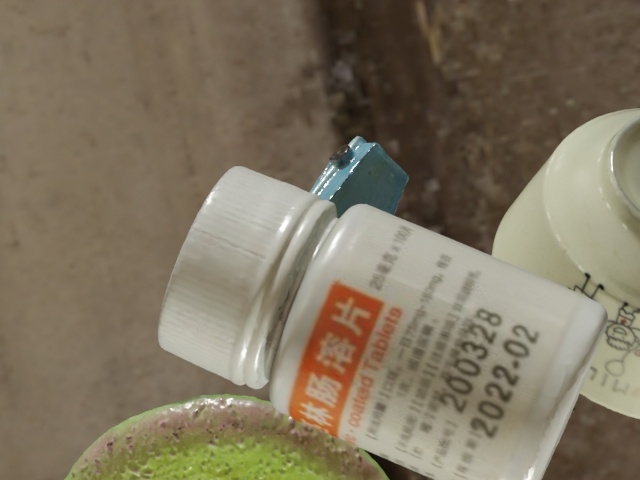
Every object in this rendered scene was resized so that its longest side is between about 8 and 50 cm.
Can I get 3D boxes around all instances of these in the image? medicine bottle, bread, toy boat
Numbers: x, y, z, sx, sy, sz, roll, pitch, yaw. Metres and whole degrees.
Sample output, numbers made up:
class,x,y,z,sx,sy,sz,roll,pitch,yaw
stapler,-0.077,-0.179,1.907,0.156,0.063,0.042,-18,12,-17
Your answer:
class,x,y,z,sx,sy,sz,roll,pitch,yaw
medicine bottle,0.037,0.055,1.189,0.252,0.144,0.144,25,136,10
bread,-0.076,0.254,1.502,0.045,0.301,0.301,-76,-16,-68
toy boat,0.000,0.000,2.067,0.109,0.238,0.098,45,148,-22

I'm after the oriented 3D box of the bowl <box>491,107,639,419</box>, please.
class,x,y,z,sx,sy,sz,roll,pitch,yaw
bowl,0.243,-0.004,1.340,0.238,0.237,0.126,58,154,32
